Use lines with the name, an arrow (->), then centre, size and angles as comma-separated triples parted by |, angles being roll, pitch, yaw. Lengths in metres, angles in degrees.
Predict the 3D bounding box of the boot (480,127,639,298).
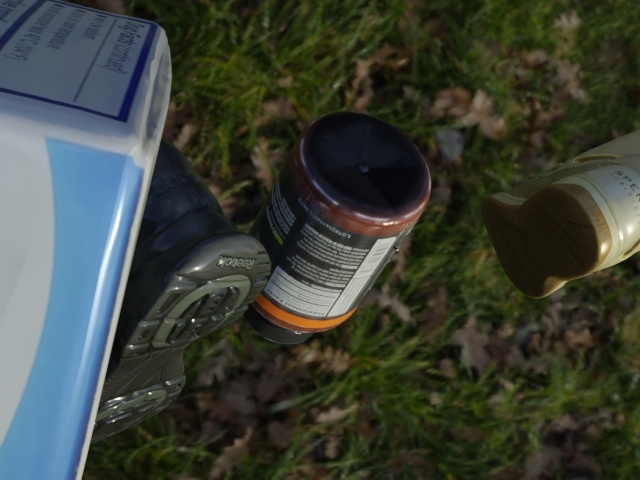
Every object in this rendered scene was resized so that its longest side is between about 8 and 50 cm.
boot -> 0.249, -0.042, 0.930 | 0.203, 0.262, 0.095 | -27, 87, -10

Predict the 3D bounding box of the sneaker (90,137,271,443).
sneaker -> -0.138, 0.041, 0.719 | 0.109, 0.286, 0.130 | -12, 63, -47

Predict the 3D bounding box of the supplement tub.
supplement tub -> 0.000, 0.000, 0.871 | 0.106, 0.198, 0.106 | 12, 52, -16

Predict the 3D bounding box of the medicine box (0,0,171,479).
medicine box -> -0.220, 0.032, 0.389 | 0.289, 0.263, 0.149 | 13, 20, -9
